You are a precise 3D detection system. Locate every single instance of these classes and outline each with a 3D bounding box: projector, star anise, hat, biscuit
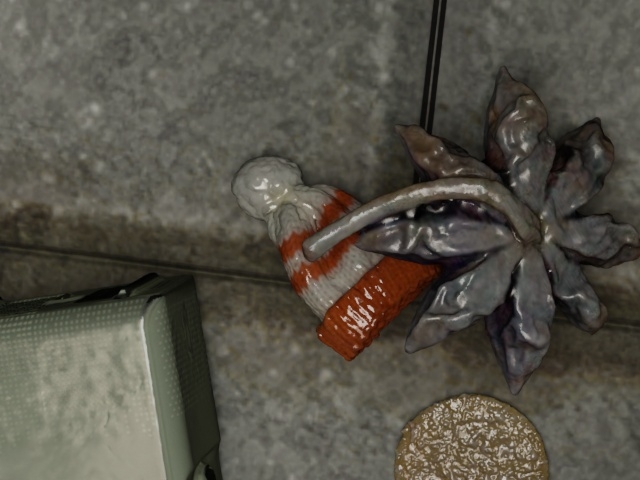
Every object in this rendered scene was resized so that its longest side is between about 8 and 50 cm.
[{"bbox_3d":[-0.167,0.153,1.402,0.177,0.163,0.243,-7,93,9],"label":"projector"},{"bbox_3d":[0.119,-0.006,1.335,0.262,0.081,0.230,0,94,-21],"label":"star anise"},{"bbox_3d":[0.000,0.000,1.395,0.112,0.093,0.162,-39,84,-27],"label":"hat"},{"bbox_3d":[0.112,0.172,1.440,0.120,0.015,0.120,1,97,8],"label":"biscuit"}]
